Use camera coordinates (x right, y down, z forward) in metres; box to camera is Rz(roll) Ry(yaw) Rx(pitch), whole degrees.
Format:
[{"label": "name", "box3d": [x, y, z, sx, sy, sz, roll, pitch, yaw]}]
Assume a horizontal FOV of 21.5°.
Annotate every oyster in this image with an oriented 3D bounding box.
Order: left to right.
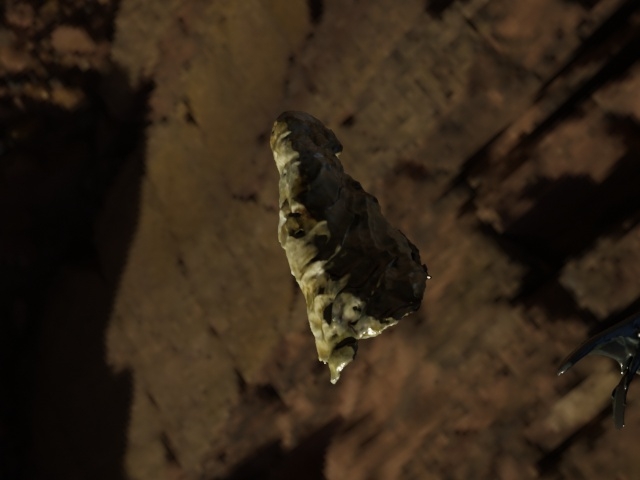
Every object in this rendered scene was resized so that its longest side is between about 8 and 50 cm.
[{"label": "oyster", "box3d": [0.003, 0.002, 0.996, 0.106, 0.200, 0.061, -49, 127, 4]}]

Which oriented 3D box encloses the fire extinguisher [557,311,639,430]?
[{"label": "fire extinguisher", "box3d": [0.362, 0.130, 1.198, 0.200, 0.376, 0.113, -55, 178, -45]}]
